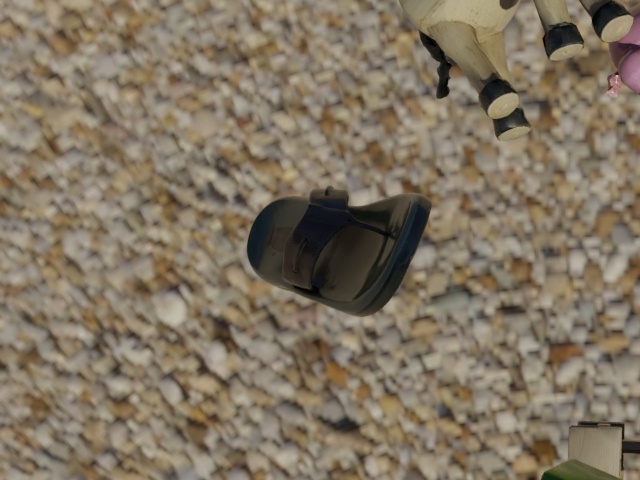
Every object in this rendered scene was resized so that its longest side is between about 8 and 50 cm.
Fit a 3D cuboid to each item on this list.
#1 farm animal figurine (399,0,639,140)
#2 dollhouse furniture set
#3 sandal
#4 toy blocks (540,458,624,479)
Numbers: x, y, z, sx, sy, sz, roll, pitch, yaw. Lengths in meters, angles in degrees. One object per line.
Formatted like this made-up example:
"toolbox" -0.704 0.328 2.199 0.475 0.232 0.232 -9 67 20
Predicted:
"farm animal figurine" 0.193 -0.214 0.907 0.330 0.327 0.172 -19 67 -8
"dollhouse furniture set" 0.326 0.242 1.650 0.242 0.212 0.161 1 86 9
"sandal" -0.001 0.001 1.811 0.303 0.086 0.120 1 66 57
"toy blocks" 0.187 0.298 1.190 0.191 0.381 0.261 22 106 27
